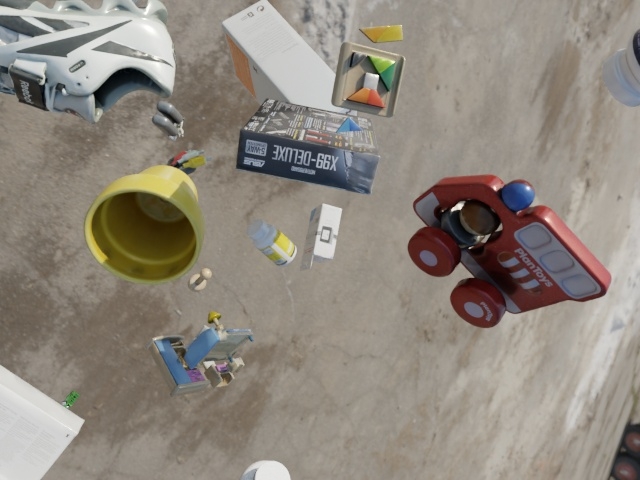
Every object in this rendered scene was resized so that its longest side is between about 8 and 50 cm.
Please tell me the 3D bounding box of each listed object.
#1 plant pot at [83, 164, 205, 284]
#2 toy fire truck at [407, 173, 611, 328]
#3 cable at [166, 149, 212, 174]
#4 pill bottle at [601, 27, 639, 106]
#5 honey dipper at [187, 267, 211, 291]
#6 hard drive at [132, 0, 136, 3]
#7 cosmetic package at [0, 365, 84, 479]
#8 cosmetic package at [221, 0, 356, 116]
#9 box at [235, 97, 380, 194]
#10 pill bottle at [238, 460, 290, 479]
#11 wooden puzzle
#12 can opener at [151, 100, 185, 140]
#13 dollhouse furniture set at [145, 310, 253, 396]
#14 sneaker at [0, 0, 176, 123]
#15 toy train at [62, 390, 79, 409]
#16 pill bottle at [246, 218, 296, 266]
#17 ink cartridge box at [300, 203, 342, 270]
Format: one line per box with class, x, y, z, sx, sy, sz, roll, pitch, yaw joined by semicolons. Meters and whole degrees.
plant pot;-0.396;-0.063;1.186;0.253;0.239;0.254;-1;122;-2
toy fire truck;0.318;0.002;0.877;0.302;0.254;0.169;49;58;-1
cable;-0.498;-0.239;1.630;0.287;0.139;0.072;-39;139;-50
pill bottle;0.703;-0.379;0.956;0.153;0.264;0.153;6;72;-20
honey dipper;-0.202;0.066;0.827;0.030;0.160;0.031;3;79;-18
hard drive;-0.599;-0.756;1.364;0.307;0.202;0.040;-14;86;-57
cosmetic package;-0.442;0.214;0.639;0.239;0.060;0.099;41;81;-12
cosmetic package;-0.091;-0.459;1.463;0.161;0.453;0.230;-35;161;-12
box;-0.016;-0.196;0.970;0.307;0.242;0.077;-86;-173;-64
pill bottle;-0.162;0.682;1.309;0.146;0.146;0.264;-22;149;-42
wooden puzzle;0.052;-0.173;0.533;0.078;0.014;0.117;1;104;-12
can opener;-0.431;-0.330;1.377;0.093;0.280;0.074;18;92;-12
dollhouse furniture set;-0.355;0.318;1.604;0.303;0.198;0.286;-47;153;17
sneaker;-0.354;-0.222;0.642;0.330;0.122;0.147;-13;84;-13
toy train;-0.620;0.395;1.226;0.017;0.083;0.024;-44;99;-7
pill bottle;-0.112;0.004;1.126;0.116;0.065;0.065;45;70;-37
ink cartridge box;0.000;0.000;1.364;0.060;0.104;0.180;14;78;-17
